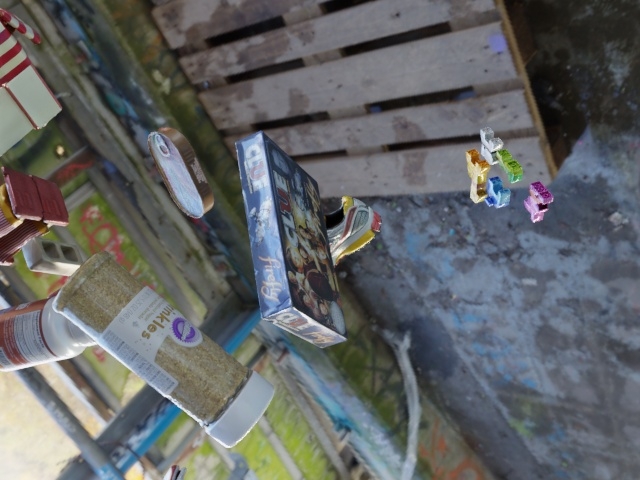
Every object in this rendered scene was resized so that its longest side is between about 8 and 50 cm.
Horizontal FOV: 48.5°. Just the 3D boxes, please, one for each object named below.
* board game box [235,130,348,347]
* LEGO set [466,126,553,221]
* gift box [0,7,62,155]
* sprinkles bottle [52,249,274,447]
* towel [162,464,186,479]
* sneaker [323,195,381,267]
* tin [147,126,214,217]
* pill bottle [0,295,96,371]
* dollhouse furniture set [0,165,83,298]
[{"bbox_3d":[-0.036,0.002,0.911,0.042,0.243,0.165,-20,153,19],"label":"board game box"},{"bbox_3d":[0.321,-0.101,1.300,0.227,0.087,0.093,-115,14,-45],"label":"LEGO set"},{"bbox_3d":[-0.516,-0.214,0.923,0.255,0.258,0.276,31,158,28],"label":"gift box"},{"bbox_3d":[-0.242,0.170,1.110,0.355,0.121,0.121,40,145,-5],"label":"sprinkles bottle"},{"bbox_3d":[-0.325,0.562,1.195,0.037,0.328,0.237,26,-177,-4],"label":"towel"},{"bbox_3d":[0.000,0.000,1.305,0.225,0.088,0.093,-40,117,16],"label":"sneaker"},{"bbox_3d":[-0.271,-0.133,1.386,0.106,0.040,0.189,4,126,42],"label":"tin"},{"bbox_3d":[-0.518,0.171,1.346,0.216,0.121,0.121,-14,123,15],"label":"pill bottle"},{"bbox_3d":[-0.621,0.059,1.485,0.201,0.152,0.374,-33,68,17],"label":"dollhouse furniture set"}]
